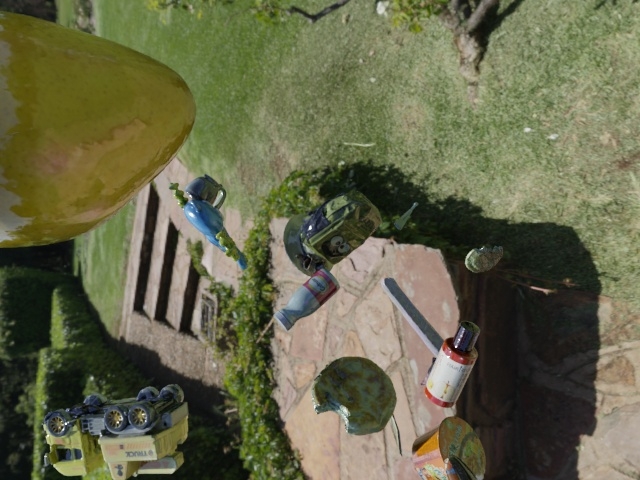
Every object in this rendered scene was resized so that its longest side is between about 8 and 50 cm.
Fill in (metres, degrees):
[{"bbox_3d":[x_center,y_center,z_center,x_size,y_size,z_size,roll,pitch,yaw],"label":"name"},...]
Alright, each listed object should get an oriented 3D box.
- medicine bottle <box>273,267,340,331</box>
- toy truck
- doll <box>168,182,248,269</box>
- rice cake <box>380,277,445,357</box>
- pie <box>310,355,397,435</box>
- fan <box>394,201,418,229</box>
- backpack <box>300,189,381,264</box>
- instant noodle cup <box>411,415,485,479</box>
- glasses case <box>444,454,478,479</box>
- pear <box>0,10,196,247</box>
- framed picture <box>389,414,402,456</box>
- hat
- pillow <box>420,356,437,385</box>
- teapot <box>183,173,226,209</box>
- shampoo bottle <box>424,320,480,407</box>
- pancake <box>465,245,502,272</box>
[{"bbox_3d":[-0.043,0.186,1.266,0.090,0.216,0.090,44,162,18],"label":"medicine bottle"},{"bbox_3d":[-0.394,0.388,0.806,0.271,0.124,0.157,-10,86,11],"label":"toy truck"},{"bbox_3d":[-0.359,-0.040,1.407,0.346,0.099,0.341,41,170,25],"label":"doll"},{"bbox_3d":[0.385,0.312,1.667,0.399,0.064,0.070,52,165,6],"label":"rice cake"},{"bbox_3d":[0.116,0.515,1.379,0.302,0.302,0.067,49,142,44],"label":"pie"},{"bbox_3d":[0.348,-0.104,1.635,0.038,0.193,0.016,46,139,-1],"label":"fan"},{"bbox_3d":[0.069,-0.048,1.322,0.253,0.207,0.140,-38,47,13],"label":"backpack"},{"bbox_3d":[0.462,0.796,1.511,0.182,0.230,0.231,-46,53,40],"label":"instant noodle cup"},{"bbox_3d":[0.432,0.731,1.123,0.122,0.082,0.321,51,-177,-9],"label":"glasses case"},{"bbox_3d":[-0.329,-0.124,0.503,0.285,0.335,0.286,-179,90,-73],"label":"pear"},{"bbox_3d":[0.272,0.690,1.556,0.200,0.010,0.195,-107,5,-55],"label":"framed picture"},{"bbox_3d":[0.000,0.000,1.503,0.130,0.257,0.258,-24,70,46],"label":"hat"},{"bbox_3d":[0.427,0.478,1.416,0.118,0.043,0.185,-66,20,-9],"label":"pillow"},{"bbox_3d":[-0.401,-0.171,1.460,0.108,0.149,0.111,-53,26,-6],"label":"teapot"},{"bbox_3d":[0.410,0.373,1.247,0.104,0.104,0.279,41,125,48],"label":"shampoo bottle"},{"bbox_3d":[0.566,0.065,1.413,0.023,0.129,0.116,-101,18,-51],"label":"pancake"}]
